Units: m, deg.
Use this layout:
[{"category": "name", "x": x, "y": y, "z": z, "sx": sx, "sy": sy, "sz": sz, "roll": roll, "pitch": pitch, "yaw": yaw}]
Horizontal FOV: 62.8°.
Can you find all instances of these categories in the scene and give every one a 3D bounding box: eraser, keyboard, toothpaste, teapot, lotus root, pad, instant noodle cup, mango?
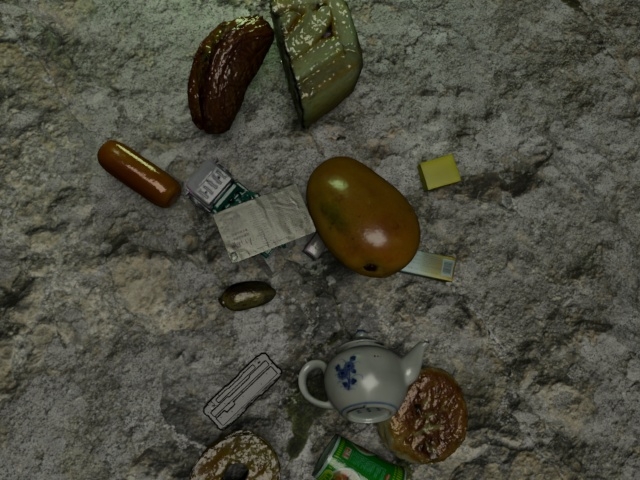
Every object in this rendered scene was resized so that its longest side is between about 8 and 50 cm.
[{"category": "eraser", "x": 0.397, "y": -0.226, "z": 1.762, "sx": 0.122, "sy": 0.045, "sz": 0.097, "roll": -18, "pitch": 87, "yaw": -7}, {"category": "keyboard", "x": -0.242, "y": 0.469, "z": 1.638, "sx": 0.262, "sy": 0.016, "sz": 0.106, "roll": -43, "pitch": 92, "yaw": -9}, {"category": "toothpaste", "x": 0.281, "y": 0.067, "z": 1.711, "sx": 0.313, "sy": 0.071, "sz": 0.089, "roll": 12, "pitch": 86, "yaw": -6}, {"category": "teapot", "x": 0.133, "y": 0.397, "z": 1.593, "sx": 0.424, "sy": 0.252, "sz": 0.280, "roll": -15, "pitch": 51, "yaw": 14}, {"category": "lotus root", "x": -0.228, "y": 0.168, "z": 1.629, "sx": 0.179, "sy": 0.089, "sz": 0.080, "roll": -12, "pitch": 130, "yaw": -12}, {"category": "pad", "x": -0.161, "y": -0.052, "z": 1.516, "sx": 0.265, "sy": 0.009, "sz": 0.159, "roll": -22, "pitch": 82, "yaw": -12}, {"category": "instant noodle cup", "x": 0.109, "y": 0.712, "z": 1.587, "sx": 0.233, "sy": 0.207, "sz": 0.207, "roll": 32, "pitch": 82, "yaw": 5}, {"category": "mango", "x": 0.118, "y": -0.086, "z": 1.585, "sx": 0.300, "sy": 0.232, "sz": 0.445, "roll": -13, "pitch": 56, "yaw": -24}]

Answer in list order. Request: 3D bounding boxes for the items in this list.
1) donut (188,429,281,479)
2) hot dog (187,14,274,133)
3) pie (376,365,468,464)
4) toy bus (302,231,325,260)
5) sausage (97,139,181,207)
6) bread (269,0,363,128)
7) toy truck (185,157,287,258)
[{"category": "donut", "x": -0.256, "y": 0.698, "z": 1.579, "sx": 0.272, "sy": 0.107, "sz": 0.271, "roll": 1, "pitch": 86, "yaw": -12}, {"category": "hot dog", "x": -0.290, "y": -0.515, "z": 1.597, "sx": 0.174, "sy": 0.267, "sz": 0.387, "roll": 25, "pitch": 92, "yaw": -30}, {"category": "pie", "x": 0.332, "y": 0.561, "z": 1.668, "sx": 0.315, "sy": 0.092, "sz": 0.315, "roll": 1, "pitch": 85, "yaw": -9}, {"category": "toy bus", "x": 0.000, "y": 0.000, "z": 1.678, "sx": 0.060, "sy": 0.075, "sz": 0.123, "roll": 37, "pitch": 82, "yaw": -3}, {"category": "sausage", "x": -0.559, "y": -0.206, "z": 1.613, "sx": 0.274, "sy": 0.105, "sz": 0.105, "roll": 35, "pitch": 82, "yaw": -4}, {"category": "bread", "x": 0.006, "y": -0.578, "z": 1.644, "sx": 0.264, "sy": 0.239, "sz": 0.395, "roll": -17, "pitch": 88, "yaw": -8}, {"category": "toy truck", "x": -0.244, "y": -0.094, "z": 1.608, "sx": 0.363, "sy": 0.178, "sz": 0.176, "roll": 40, "pitch": 82, "yaw": 0}]
